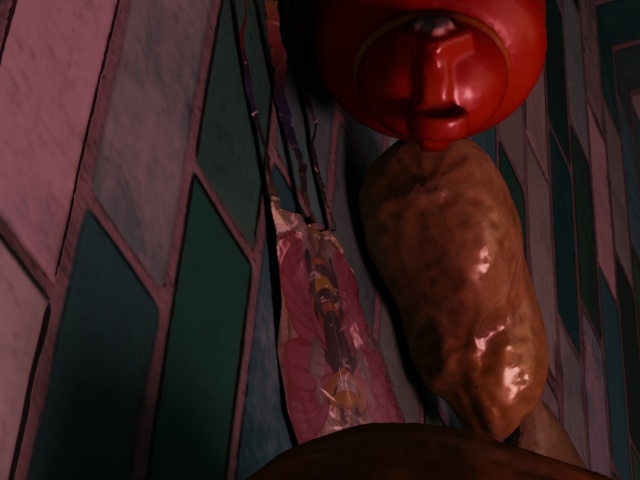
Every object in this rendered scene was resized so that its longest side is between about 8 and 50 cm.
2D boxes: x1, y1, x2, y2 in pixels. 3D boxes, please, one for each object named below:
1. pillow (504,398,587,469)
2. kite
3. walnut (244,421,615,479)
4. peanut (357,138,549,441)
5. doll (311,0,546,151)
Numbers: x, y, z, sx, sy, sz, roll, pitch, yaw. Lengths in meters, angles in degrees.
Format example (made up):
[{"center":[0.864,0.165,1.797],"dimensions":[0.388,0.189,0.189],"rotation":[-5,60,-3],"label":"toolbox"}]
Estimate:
[{"center":[0.176,0.279,1.465],"dimensions":[0.185,0.074,0.302],"rotation":[61,33,-48],"label":"pillow"},{"center":[-0.003,0.001,1.284],"dimensions":[0.204,0.022,0.360],"rotation":[19,58,-64],"label":"kite"},{"center":[0.073,0.234,0.846],"dimensions":[0.333,0.332,0.333],"rotation":[-15,90,-72],"label":"walnut"},{"center":[0.110,0.038,1.426],"dimensions":[0.137,0.122,0.253],"rotation":[-91,164,-70],"label":"peanut"},{"center":[0.083,-0.161,1.376],"dimensions":[0.363,0.182,0.160],"rotation":[-86,178,-62],"label":"doll"}]
